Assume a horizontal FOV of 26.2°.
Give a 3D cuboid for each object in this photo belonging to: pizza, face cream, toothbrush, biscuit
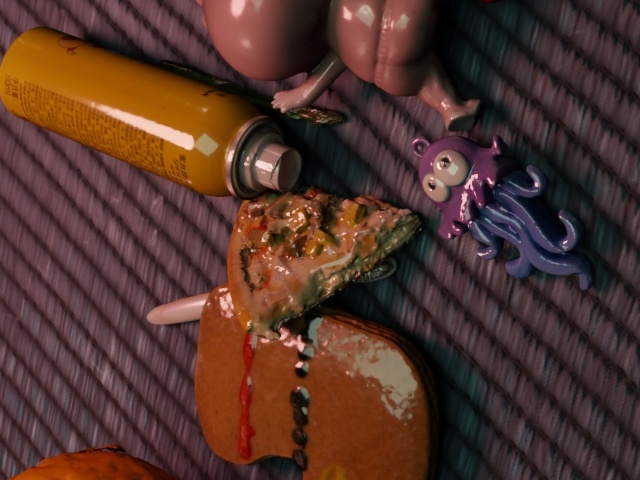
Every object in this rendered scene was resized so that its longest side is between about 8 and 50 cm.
[{"bbox_3d":[0.000,0.000,1.299,0.195,0.052,0.185,-15,52,15],"label":"pizza"},{"bbox_3d":[-0.168,-0.122,1.379,0.348,0.105,0.105,23,105,30],"label":"face cream"},{"bbox_3d":[-0.058,0.053,1.377,0.307,0.029,0.025,-13,91,32],"label":"toothbrush"},{"bbox_3d":[-0.017,0.188,1.333,0.277,0.052,0.262,21,109,26],"label":"biscuit"}]

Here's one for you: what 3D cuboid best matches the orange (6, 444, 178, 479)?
[{"bbox_3d":[-0.227,0.379,1.326,0.293,0.340,0.341,45,114,26],"label":"orange"}]

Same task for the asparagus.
[{"bbox_3d":[-0.075,-0.146,1.378,0.233,0.022,0.023,19,62,29],"label":"asparagus"}]

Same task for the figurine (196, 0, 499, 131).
[{"bbox_3d":[0.027,-0.215,1.256,0.287,0.176,0.186,15,60,14],"label":"figurine"}]

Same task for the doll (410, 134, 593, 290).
[{"bbox_3d":[0.162,-0.028,1.219,0.206,0.067,0.110,37,121,12],"label":"doll"}]
